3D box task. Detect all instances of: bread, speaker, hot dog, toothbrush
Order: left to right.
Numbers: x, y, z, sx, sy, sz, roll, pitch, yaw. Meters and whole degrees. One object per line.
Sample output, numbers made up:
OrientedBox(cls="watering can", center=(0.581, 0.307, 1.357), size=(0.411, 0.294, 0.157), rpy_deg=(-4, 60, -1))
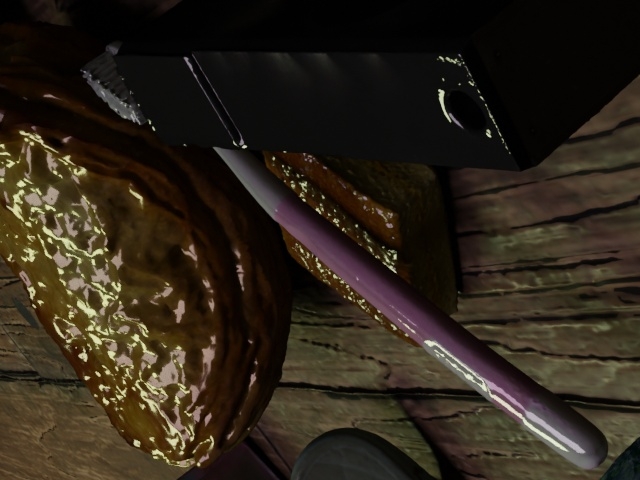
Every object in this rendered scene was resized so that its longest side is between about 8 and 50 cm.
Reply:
OrientedBox(cls="hot dog", center=(-0.100, -0.002, 0.780), size=(0.175, 0.114, 0.259), rpy_deg=(14, 141, 49))
OrientedBox(cls="toothbrush", center=(0.000, 0.000, 0.605), size=(0.286, 0.025, 0.020), rpy_deg=(39, 156, 26))
OrientedBox(cls="bread", center=(0.015, -0.012, 0.640), size=(0.090, 0.035, 0.094), rpy_deg=(35, 154, 33))
OrientedBox(cls="speaker", center=(0.014, -0.065, 0.494), size=(0.218, 0.082, 0.044), rpy_deg=(11, 136, 59))

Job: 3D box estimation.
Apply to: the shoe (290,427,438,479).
OrientedBox(cls="shoe", center=(0.063, 0.172, 0.819), size=(0.195, 0.079, 0.078), rpy_deg=(44, -166, -7))

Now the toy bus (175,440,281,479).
OrientedBox(cls="toy bus", center=(-0.014, 0.271, 1.044), size=(0.274, 0.112, 0.090), rpy_deg=(49, 158, 3))

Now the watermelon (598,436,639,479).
OrientedBox(cls="watermelon", center=(0.139, 0.104, 0.518), size=(0.092, 0.084, 0.072), rpy_deg=(9, 129, 30))
